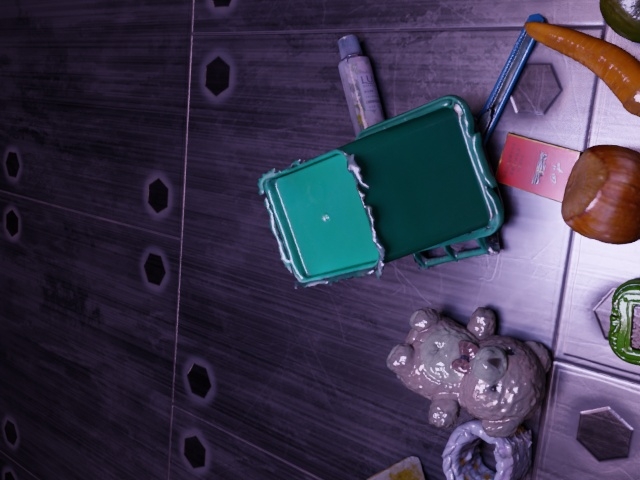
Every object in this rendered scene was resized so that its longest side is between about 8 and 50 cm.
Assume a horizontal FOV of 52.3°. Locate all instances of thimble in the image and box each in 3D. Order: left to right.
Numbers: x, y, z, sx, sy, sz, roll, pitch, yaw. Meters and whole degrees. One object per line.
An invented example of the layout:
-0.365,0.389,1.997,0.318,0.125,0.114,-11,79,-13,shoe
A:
0.301,0.391,1.174,0.127,0.118,0.151,26,110,36,thimble

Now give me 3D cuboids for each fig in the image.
0.500,-0.332,0.956,0.177,0.117,0.117,45,121,7,fig

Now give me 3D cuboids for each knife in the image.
0.313,-0.257,1.153,0.044,0.026,0.296,42,120,41,knife

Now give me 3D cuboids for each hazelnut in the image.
0.450,-0.068,0.998,0.150,0.150,0.150,5,98,38,hazelnut

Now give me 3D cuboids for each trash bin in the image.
0.113,-0.058,1.093,0.259,0.381,0.295,-15,95,43,trash bin

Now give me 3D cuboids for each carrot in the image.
0.440,-0.286,1.029,0.271,0.062,0.066,51,146,22,carrot

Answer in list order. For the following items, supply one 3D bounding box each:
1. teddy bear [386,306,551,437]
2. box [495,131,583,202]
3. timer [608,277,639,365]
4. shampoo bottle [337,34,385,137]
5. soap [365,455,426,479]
0.260,0.229,1.162,0.267,0.151,0.236,17,67,41,teddy bear
0.373,-0.126,1.122,0.133,0.023,0.090,26,112,34,box
0.520,0.132,1.017,0.128,0.047,0.140,8,100,38,timer
0.080,-0.303,1.305,0.072,0.072,0.213,-17,84,38,shampoo bottle
0.047,0.592,1.286,0.335,0.294,0.156,-45,65,33,soap
